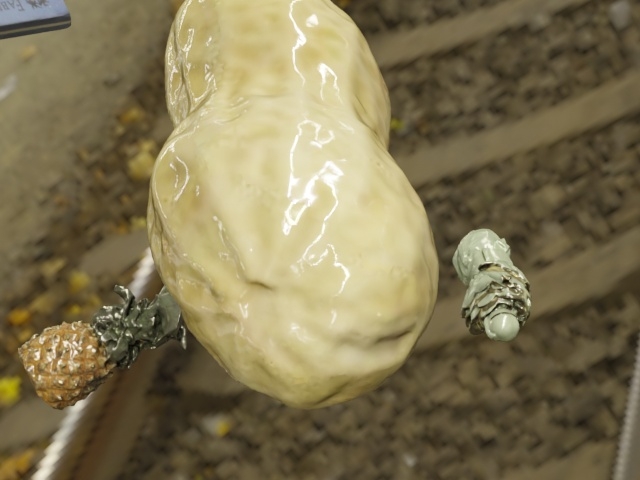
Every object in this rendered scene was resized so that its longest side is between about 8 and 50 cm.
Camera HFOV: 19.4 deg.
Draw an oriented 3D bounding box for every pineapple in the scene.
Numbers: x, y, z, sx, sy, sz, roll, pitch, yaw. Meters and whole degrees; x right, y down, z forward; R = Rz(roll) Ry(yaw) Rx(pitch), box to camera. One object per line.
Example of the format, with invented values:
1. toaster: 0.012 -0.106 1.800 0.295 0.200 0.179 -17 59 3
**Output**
1. pineapple: -0.265 0.127 2.412 0.237 0.119 0.111 -30 -12 -8

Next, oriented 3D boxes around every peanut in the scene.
1. peanut: -0.021 -0.035 0.847 0.124 0.123 0.256 -28 42 13

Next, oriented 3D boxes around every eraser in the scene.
1. eraser: -0.394 -0.280 2.234 0.225 0.082 0.036 -16 -18 -44

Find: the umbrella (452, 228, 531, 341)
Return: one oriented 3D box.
1. umbrella: 0.154 0.041 1.689 0.067 0.062 0.143 -29 34 14
